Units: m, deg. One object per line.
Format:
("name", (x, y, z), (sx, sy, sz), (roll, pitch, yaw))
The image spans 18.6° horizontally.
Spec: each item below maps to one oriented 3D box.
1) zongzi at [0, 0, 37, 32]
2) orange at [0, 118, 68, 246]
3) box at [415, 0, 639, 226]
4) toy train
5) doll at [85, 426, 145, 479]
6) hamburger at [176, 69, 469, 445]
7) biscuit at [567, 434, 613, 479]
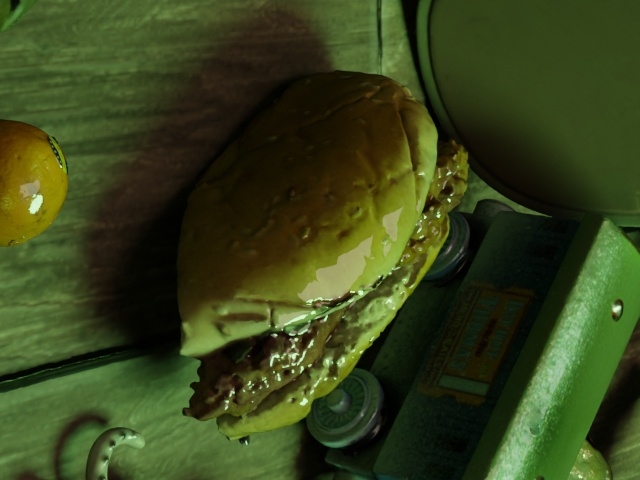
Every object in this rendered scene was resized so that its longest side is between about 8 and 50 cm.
("zongzi", (-0.266, -0.261, 1.047), (0.447, 0.181, 0.418), (-50, 118, -28))
("orange", (-0.199, -0.036, 1.229), (0.083, 0.083, 0.084), (-15, 110, -49))
("box", (0.254, -0.181, 1.598), (0.216, 0.301, 0.301), (-50, 133, -38))
("toy train", (0.125, 0.100, 1.564), (0.131, 0.202, 0.300), (48, 62, -44))
("doll", (-0.093, 0.244, 1.411), (0.278, 0.119, 0.154), (35, 69, -39))
("hamburger", (0.000, 0.000, 1.423), (0.282, 0.245, 0.155), (-104, 167, -57))
("biscuit", (0.220, 0.193, 1.807), (0.147, 0.018, 0.071), (51, 58, -14))
